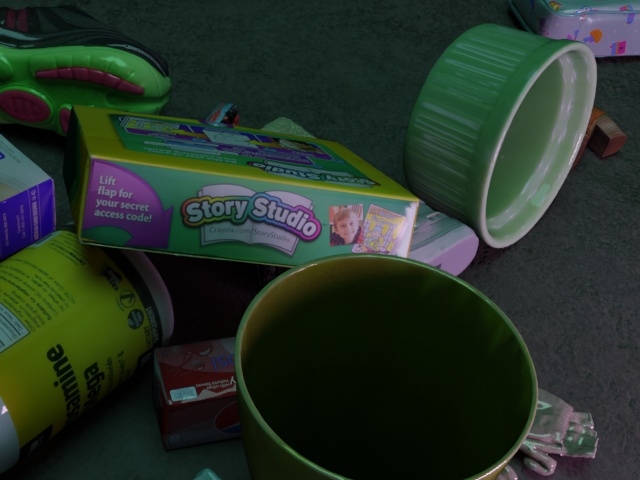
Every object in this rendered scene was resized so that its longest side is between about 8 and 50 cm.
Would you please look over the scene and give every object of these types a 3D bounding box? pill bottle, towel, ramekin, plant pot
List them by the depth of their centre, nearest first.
[{"bbox_3d":[0.040,0.210,1.034,0.275,0.293,0.274,6,44,-5],"label":"plant pot"},{"bbox_3d":[-0.333,0.129,1.124,0.188,0.188,0.334,33,48,22],"label":"pill bottle"},{"bbox_3d":[0.248,-0.155,1.473,0.148,0.303,0.303,28,45,29],"label":"ramekin"},{"bbox_3d":[-0.042,-0.132,1.580,0.148,0.027,0.110,37,48,26],"label":"towel"}]

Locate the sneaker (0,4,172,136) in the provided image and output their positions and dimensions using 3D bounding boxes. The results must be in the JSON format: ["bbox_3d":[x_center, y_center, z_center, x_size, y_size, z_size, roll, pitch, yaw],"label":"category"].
[{"bbox_3d":[-0.451,-0.267,1.567,0.483,0.185,0.202,18,25,4],"label":"sneaker"}]

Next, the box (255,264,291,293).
[{"bbox_3d":[0.000,0.000,1.435,0.184,0.045,0.190,2,43,-14],"label":"box"}]

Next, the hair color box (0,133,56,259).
[{"bbox_3d":[-0.526,-0.024,1.310,0.185,0.110,0.339,37,51,25],"label":"hair color box"}]

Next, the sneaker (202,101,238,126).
[{"bbox_3d":[-0.205,-0.127,1.486,0.125,0.104,0.262,20,43,12],"label":"sneaker"}]

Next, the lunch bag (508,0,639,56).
[{"bbox_3d":[0.506,-0.438,1.959,0.279,0.107,0.224,-5,42,-17],"label":"lunch bag"}]

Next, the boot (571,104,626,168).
[{"bbox_3d":[0.381,-0.188,1.696,0.197,0.073,0.152,-9,46,-37],"label":"boot"}]

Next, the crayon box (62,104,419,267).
[{"bbox_3d":[-0.109,-0.063,1.240,0.363,0.106,0.313,7,15,-18],"label":"crayon box"}]

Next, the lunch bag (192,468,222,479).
[{"bbox_3d":[-0.086,0.376,0.936,0.262,0.160,0.223,38,45,12],"label":"lunch bag"}]

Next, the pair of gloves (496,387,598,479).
[{"bbox_3d":[0.221,0.262,1.202,0.204,0.042,0.240,10,41,4],"label":"pair of gloves"}]

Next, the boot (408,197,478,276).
[{"bbox_3d":[0.079,0.022,1.346,0.258,0.095,0.123,-23,47,-41],"label":"boot"}]

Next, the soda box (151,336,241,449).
[{"bbox_3d":[-0.058,0.163,1.212,0.263,0.092,0.083,-7,46,-17],"label":"soda box"}]
